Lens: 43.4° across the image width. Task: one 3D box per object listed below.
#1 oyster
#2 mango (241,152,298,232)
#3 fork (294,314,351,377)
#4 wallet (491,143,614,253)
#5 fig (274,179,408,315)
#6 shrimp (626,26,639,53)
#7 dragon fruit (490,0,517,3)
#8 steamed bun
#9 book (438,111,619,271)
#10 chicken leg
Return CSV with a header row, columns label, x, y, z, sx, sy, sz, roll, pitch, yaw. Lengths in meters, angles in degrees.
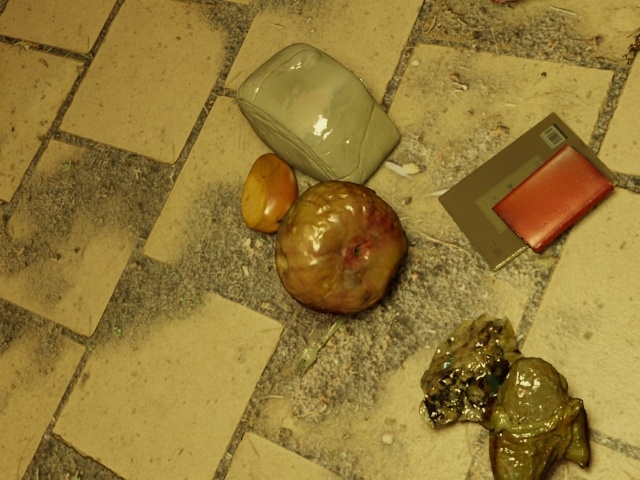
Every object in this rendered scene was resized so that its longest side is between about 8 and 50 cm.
label,x,y,z,sx,sy,sz,roll,pitch,yaw
oyster,0.293,0.250,1.577,0.214,0.083,0.223,-14,58,17
mango,-0.119,-0.115,1.907,0.141,0.102,0.217,-33,50,37
fork,0.017,0.207,1.750,0.219,0.028,0.034,-50,55,0
wallet,0.467,-0.084,1.625,0.204,0.045,0.142,-41,57,4
fig,0.000,0.000,1.741,0.286,0.286,0.368,-59,32,-6
shrimp,0.756,-0.424,1.644,0.248,0.068,0.150,-13,70,15
dragon fruit,0.463,-0.700,1.800,0.314,0.296,0.263,22,46,33
steamed bun,-0.021,-0.299,1.840,0.383,0.236,0.247,40,82,27
book,0.428,-0.104,1.689,0.310,0.021,0.217,-37,60,7
chicken leg,0.384,0.391,1.440,0.211,0.140,0.361,3,79,-3
